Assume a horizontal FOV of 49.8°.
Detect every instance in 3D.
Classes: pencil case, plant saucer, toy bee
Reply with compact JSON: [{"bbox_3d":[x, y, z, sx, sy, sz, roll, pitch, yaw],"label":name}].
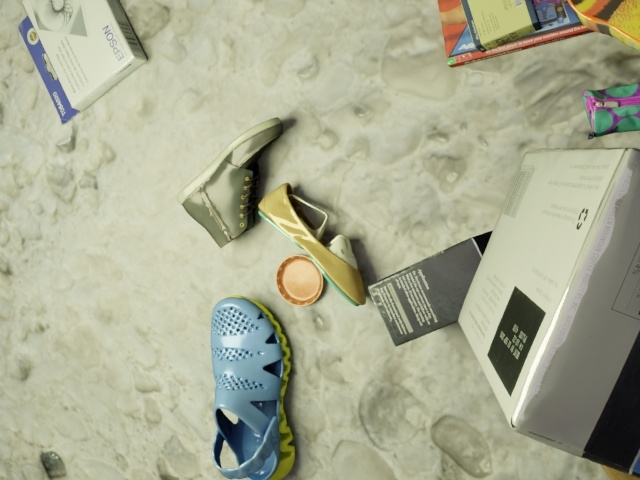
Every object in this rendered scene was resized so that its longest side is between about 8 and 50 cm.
[{"bbox_3d":[0.411,-0.171,0.862,0.151,0.070,0.065,-8,83,22],"label":"pencil case"},{"bbox_3d":[-0.032,0.064,1.106,0.083,0.013,0.084,3,97,23],"label":"plant saucer"},{"bbox_3d":[0.392,-0.232,0.760,0.298,0.195,0.162,32,105,46],"label":"toy bee"}]

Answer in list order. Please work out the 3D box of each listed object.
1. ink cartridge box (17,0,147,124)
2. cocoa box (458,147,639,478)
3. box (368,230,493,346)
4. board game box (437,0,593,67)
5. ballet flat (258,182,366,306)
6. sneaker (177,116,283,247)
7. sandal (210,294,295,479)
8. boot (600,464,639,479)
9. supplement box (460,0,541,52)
[{"bbox_3d":[-0.441,-0.355,1.223,0.224,0.045,0.223,-30,83,23],"label":"ink cartridge box"},{"bbox_3d":[0.293,0.056,0.652,0.228,0.347,0.231,20,98,2],"label":"cocoa box"},{"bbox_3d":[0.172,0.062,0.941,0.158,0.156,0.093,-27,84,23],"label":"box"},{"bbox_3d":[0.298,-0.337,0.918,0.281,0.027,0.145,-10,90,24],"label":"board game box"},{"bbox_3d":[0.000,0.000,1.054,0.232,0.080,0.073,44,98,13],"label":"ballet flat"},{"bbox_3d":[-0.116,-0.092,1.101,0.222,0.083,0.118,-40,90,24],"label":"sneaker"},{"bbox_3d":[-0.120,0.246,1.097,0.126,0.138,0.317,-11,89,26],"label":"sandal"},{"bbox_3d":[0.371,0.202,0.903,0.115,0.112,0.305,-35,83,33],"label":"boot"},{"bbox_3d":[0.235,-0.304,0.902,0.083,0.056,0.083,-17,89,24],"label":"supplement box"}]
